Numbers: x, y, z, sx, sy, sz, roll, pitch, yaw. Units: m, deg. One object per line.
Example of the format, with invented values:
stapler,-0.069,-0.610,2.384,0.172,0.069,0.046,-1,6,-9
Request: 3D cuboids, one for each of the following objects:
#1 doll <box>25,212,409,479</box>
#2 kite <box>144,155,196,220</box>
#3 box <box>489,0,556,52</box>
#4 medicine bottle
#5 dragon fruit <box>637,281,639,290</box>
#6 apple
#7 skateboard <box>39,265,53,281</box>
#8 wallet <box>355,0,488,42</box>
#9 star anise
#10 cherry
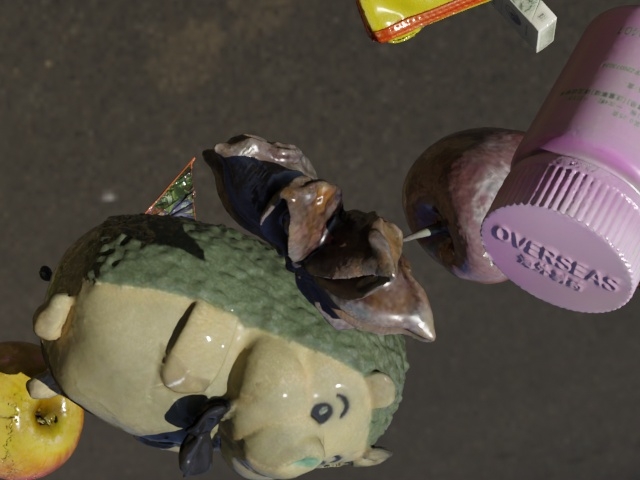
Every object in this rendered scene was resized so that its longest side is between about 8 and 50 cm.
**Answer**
doll,-0.092,0.109,1.521,0.349,0.247,0.247,13,158,-3
kite,-0.177,0.014,1.985,0.189,0.232,0.009,-6,172,-10
box,0.183,-0.219,1.517,0.024,0.083,0.054,-38,165,-8
medicine bottle,0.299,-0.086,1.691,0.178,0.291,0.178,23,150,14
dragon fruit,0.526,-0.025,2.318,0.263,0.296,0.314,-3,137,-4
apple,-0.312,0.172,1.664,0.146,0.146,0.146,-7,161,-2
skateboard,-0.249,0.063,1.883,0.151,0.080,0.067,10,-154,39
wallet,0.130,-0.261,1.330,0.241,0.141,0.067,-19,-159,5
star anise,0.004,0.000,1.211,0.212,0.073,0.197,49,168,-27
cherry,0.225,-0.051,2.210,0.285,0.236,0.213,-19,130,-18
